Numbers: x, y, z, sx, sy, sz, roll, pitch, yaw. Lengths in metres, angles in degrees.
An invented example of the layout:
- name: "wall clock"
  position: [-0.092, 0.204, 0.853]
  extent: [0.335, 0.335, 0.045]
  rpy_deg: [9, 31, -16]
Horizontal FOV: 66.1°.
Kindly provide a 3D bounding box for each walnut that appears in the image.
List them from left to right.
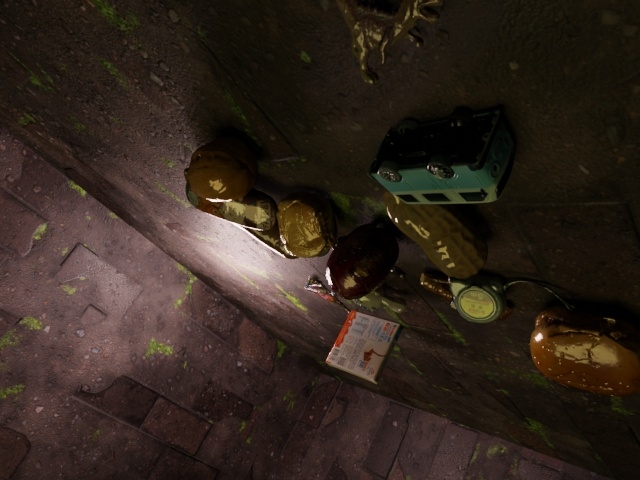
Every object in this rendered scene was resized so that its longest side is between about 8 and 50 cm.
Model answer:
- name: "walnut"
  position: [-0.287, -0.207, 1.433]
  extent: [0.225, 0.193, 0.193]
  rpy_deg: [11, 151, 48]

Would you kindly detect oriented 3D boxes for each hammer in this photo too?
- name: "hammer"
  position: [0.208, 0.111, 1.723]
  extent: [0.078, 0.021, 0.201]
  rpy_deg: [34, 158, -22]

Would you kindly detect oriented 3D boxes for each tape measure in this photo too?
- name: "tape measure"
  position: [0.526, 0.167, 1.368]
  extent: [0.330, 0.084, 0.164]
  rpy_deg: [8, 126, 29]

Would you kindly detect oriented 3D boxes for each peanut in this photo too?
- name: "peanut"
  position: [0.277, -0.036, 1.180]
  extent: [0.325, 0.140, 0.153]
  rpy_deg: [42, -162, -11]

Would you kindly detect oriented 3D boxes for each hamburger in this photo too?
- name: "hamburger"
  position: [-0.045, -0.046, 1.515]
  extent: [0.213, 0.108, 0.214]
  rpy_deg: [22, 130, 30]
- name: "hamburger"
  position: [0.714, 0.294, 1.302]
  extent: [0.289, 0.170, 0.314]
  rpy_deg: [3, 145, 37]

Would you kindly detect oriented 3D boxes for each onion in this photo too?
- name: "onion"
  position: [0.119, 0.059, 1.452]
  extent: [0.190, 0.246, 0.246]
  rpy_deg: [40, 158, 1]

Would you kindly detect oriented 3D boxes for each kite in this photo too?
- name: "kite"
  position: [0.002, 0.242, 2.268]
  extent: [0.233, 0.016, 0.321]
  rpy_deg: [5, 147, 46]

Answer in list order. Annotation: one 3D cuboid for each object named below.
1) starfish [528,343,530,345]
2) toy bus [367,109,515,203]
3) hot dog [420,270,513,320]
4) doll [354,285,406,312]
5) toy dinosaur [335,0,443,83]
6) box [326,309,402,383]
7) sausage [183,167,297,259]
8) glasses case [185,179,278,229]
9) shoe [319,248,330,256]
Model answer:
- name: "starfish"
  position: [0.771, 0.361, 1.542]
  extent: [0.240, 0.043, 0.227]
  rpy_deg: [45, 153, -27]
- name: "toy bus"
  position: [0.249, -0.150, 0.976]
  extent: [0.164, 0.133, 0.271]
  rpy_deg: [39, 159, -33]
- name: "hot dog"
  position: [0.441, 0.172, 1.510]
  extent: [0.288, 0.068, 0.083]
  rpy_deg: [22, 164, 16]
- name: "doll"
  position: [0.167, 0.198, 1.840]
  extent: [0.252, 0.111, 0.237]
  rpy_deg: [32, 159, -13]
- name: "toy dinosaur"
  position: [0.072, -0.379, 0.816]
  extent: [0.251, 0.072, 0.200]
  rpy_deg: [36, 150, 17]
- name: "box"
  position: [0.192, 0.460, 2.161]
  extent: [0.264, 0.274, 0.048]
  rpy_deg: [12, 151, 40]
- name: "sausage"
  position: [-0.257, -0.098, 1.708]
  extent: [0.500, 0.123, 0.136]
  rpy_deg: [35, -178, -3]
- name: "glasses case"
  position: [-0.286, -0.124, 1.576]
  extent: [0.320, 0.082, 0.122]
  rpy_deg: [18, 127, 12]
- name: "shoe"
  position: [0.000, 0.000, 1.661]
  extent: [0.078, 0.079, 0.195]
  rpy_deg: [36, 160, 39]
